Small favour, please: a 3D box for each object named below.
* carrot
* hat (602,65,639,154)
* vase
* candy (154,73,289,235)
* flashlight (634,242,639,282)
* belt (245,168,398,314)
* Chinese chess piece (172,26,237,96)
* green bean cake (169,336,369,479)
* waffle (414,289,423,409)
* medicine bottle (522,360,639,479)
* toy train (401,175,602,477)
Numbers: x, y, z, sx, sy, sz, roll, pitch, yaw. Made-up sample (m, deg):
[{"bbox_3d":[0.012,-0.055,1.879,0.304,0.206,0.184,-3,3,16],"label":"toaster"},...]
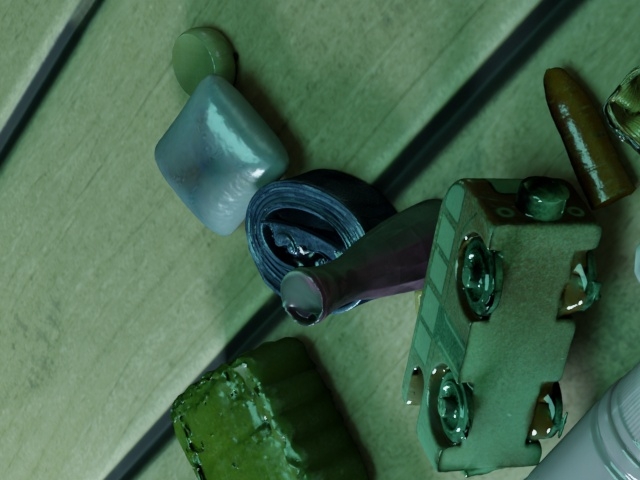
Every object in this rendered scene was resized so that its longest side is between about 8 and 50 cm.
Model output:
[{"bbox_3d":[0.243,-0.099,1.601,0.048,0.048,0.139,-28,84,47],"label":"carrot"},{"bbox_3d":[0.300,-0.115,1.529,0.077,0.059,0.076,44,117,16],"label":"hat"},{"bbox_3d":[0.053,0.026,1.718,0.086,0.214,0.086,19,119,39],"label":"vase"},{"bbox_3d":[-0.114,-0.092,1.936,0.138,0.071,0.174,50,142,5],"label":"candy"},{"bbox_3d":[0.364,0.041,1.535,0.200,0.047,0.093,20,120,38],"label":"flashlight"},{"bbox_3d":[0.000,0.000,1.859,0.190,0.082,0.141,24,116,36],"label":"belt"},{"bbox_3d":[-0.131,-0.199,1.946,0.084,0.034,0.084,22,122,40],"label":"Chinese chess piece"},{"bbox_3d":[-0.062,0.234,1.995,0.200,0.113,0.214,-38,78,47],"label":"green bean cake"},{"bbox_3d":[0.139,0.122,1.812,0.097,0.023,0.153,15,115,42],"label":"waffle"},{"bbox_3d":[0.287,0.215,1.622,0.133,0.133,0.250,50,135,19],"label":"medicine bottle"},{"bbox_3d":[0.172,0.071,1.662,0.159,0.129,0.326,-120,33,-52],"label":"toy train"}]
